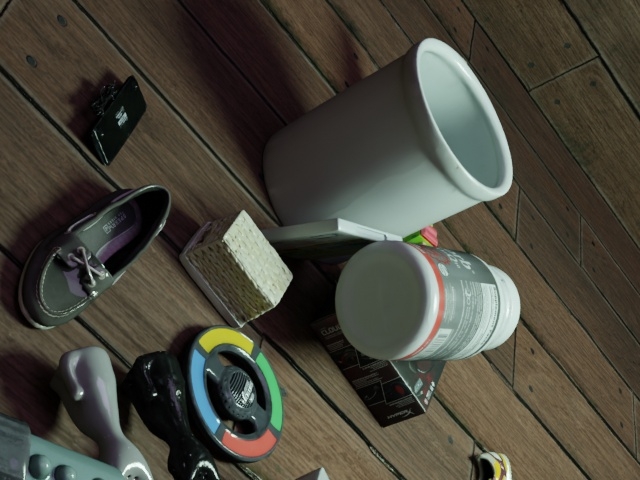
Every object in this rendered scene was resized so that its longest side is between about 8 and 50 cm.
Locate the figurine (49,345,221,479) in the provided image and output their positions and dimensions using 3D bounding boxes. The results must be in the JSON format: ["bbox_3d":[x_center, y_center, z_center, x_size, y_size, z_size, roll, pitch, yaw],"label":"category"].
[{"bbox_3d":[-0.246,0.251,1.464,0.214,0.092,0.209,13,37,-52],"label":"figurine"}]

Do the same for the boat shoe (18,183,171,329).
[{"bbox_3d":[-0.324,0.006,1.585,0.112,0.095,0.335,55,31,-15],"label":"boat shoe"}]

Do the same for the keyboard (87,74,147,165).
[{"bbox_3d":[-0.347,-0.210,1.792,0.192,0.038,0.100,-71,151,-52],"label":"keyboard"}]

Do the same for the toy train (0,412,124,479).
[{"bbox_3d":[-0.351,0.291,1.233,0.334,0.190,0.142,36,41,-39],"label":"toy train"}]

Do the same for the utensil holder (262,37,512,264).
[{"bbox_3d":[0.127,-0.162,2.124,0.327,0.385,0.328,35,41,-38],"label":"utensil holder"}]

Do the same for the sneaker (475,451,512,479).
[{"bbox_3d":[0.375,0.541,2.300,0.083,0.069,0.186,13,50,-43],"label":"sneaker"}]

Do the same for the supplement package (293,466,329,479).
[{"bbox_3d":[-0.006,0.492,1.633,0.244,0.133,0.139,63,6,-2],"label":"supplement package"}]

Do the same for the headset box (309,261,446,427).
[{"bbox_3d":[0.114,0.178,2.116,0.293,0.110,0.218,55,33,-14],"label":"headset box"}]

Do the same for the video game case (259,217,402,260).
[{"bbox_3d":[0.000,0.000,1.965,0.206,0.226,0.026,15,71,-52],"label":"video game case"}]

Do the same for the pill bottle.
[{"bbox_3d":[0.208,0.116,1.993,0.363,0.210,0.210,8,61,-53],"label":"pill bottle"}]

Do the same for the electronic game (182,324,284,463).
[{"bbox_3d":[-0.137,0.245,1.741,0.229,0.048,0.229,37,39,-38],"label":"electronic game"}]

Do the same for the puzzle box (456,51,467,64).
[{"bbox_3d":[0.222,-0.207,2.418,0.052,0.272,0.409,36,40,-39],"label":"puzzle box"}]

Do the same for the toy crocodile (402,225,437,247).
[{"bbox_3d":[0.215,0.003,2.412,0.115,0.105,0.341,32,43,-42],"label":"toy crocodile"}]

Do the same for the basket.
[{"bbox_3d":[-0.138,0.046,1.835,0.167,0.103,0.113,54,32,-17],"label":"basket"}]
